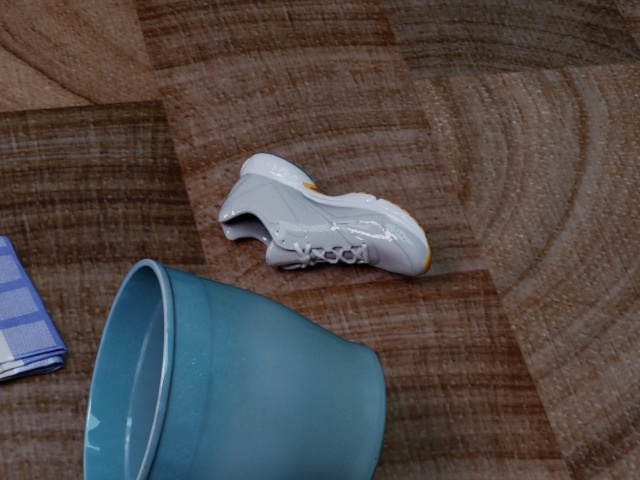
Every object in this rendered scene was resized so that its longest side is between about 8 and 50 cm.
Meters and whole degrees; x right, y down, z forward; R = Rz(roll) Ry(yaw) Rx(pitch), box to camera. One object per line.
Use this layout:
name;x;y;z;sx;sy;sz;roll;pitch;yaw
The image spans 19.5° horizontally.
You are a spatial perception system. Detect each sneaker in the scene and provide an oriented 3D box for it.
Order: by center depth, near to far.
sneaker;0.000;0.000;2.171;0.262;0.099;0.121;22;55;20

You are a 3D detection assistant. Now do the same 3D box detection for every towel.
towel;-0.443;0.097;2.036;0.285;0.034;0.209;-15;50;-24

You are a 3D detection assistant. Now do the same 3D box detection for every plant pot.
plant pot;-0.080;0.173;1.888;0.255;0.271;0.271;10;45;-20
